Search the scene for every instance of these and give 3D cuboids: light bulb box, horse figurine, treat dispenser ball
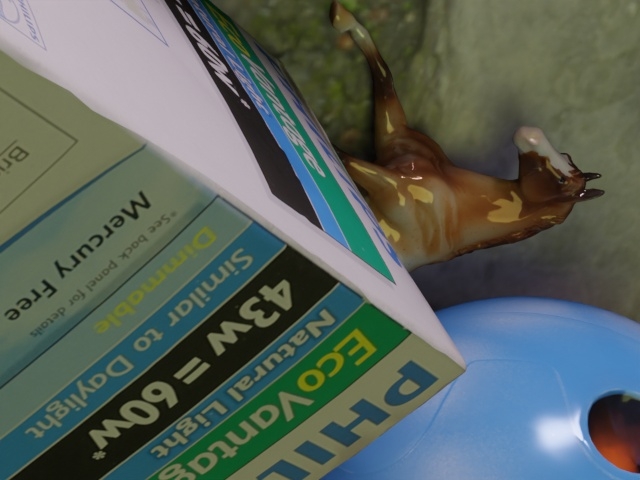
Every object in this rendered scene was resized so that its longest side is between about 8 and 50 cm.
[{"bbox_3d":[-0.195,0.024,0.836,0.358,0.225,0.361,-39,143,13],"label":"light bulb box"},{"bbox_3d":[0.000,0.000,1.060,0.263,0.066,0.174,-45,118,8],"label":"horse figurine"},{"bbox_3d":[0.111,0.174,1.072,0.288,0.288,0.288,-9,123,-14],"label":"treat dispenser ball"}]
